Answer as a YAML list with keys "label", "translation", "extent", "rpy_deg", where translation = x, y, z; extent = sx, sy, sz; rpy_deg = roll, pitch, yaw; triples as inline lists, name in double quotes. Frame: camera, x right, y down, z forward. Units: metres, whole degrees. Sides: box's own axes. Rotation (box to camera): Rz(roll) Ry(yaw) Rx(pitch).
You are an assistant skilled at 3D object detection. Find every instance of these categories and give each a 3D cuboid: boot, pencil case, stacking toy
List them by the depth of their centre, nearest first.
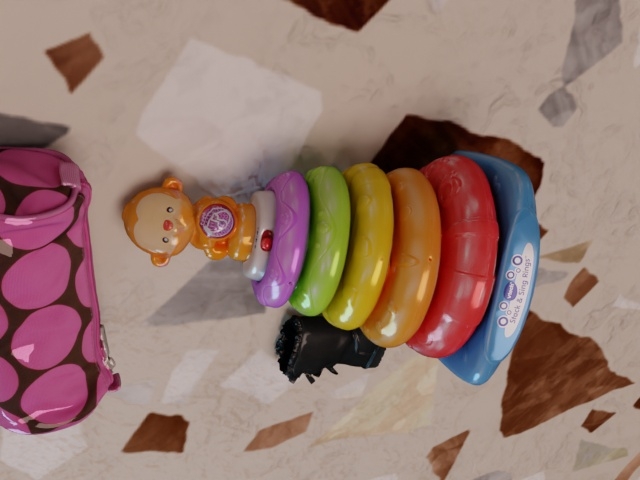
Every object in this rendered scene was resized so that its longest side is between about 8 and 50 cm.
- label: "pencil case"
  translation: [-0.198, 0.035, 0.720]
  extent: [0.098, 0.095, 0.209]
  rpy_deg: [-1, 128, -5]
- label: "stacking toy"
  translation: [0.000, 0.000, 0.785]
  extent: [0.302, 0.166, 0.175]
  rpy_deg: [9, 100, -16]
- label: "boot"
  translation: [0.017, 0.075, 0.918]
  extent: [0.099, 0.045, 0.121]
  rpy_deg: [0, 127, -27]
